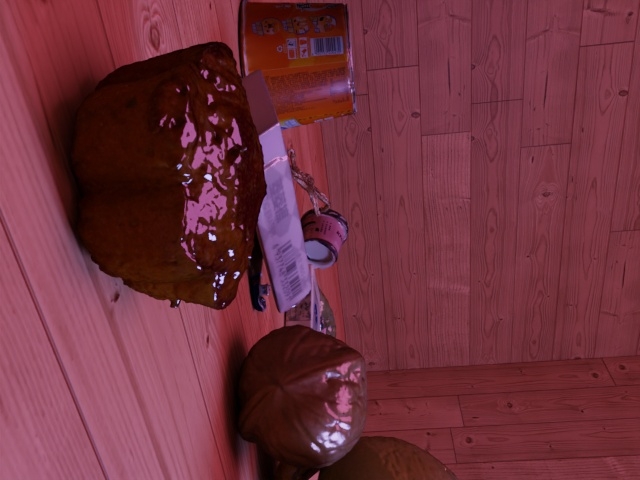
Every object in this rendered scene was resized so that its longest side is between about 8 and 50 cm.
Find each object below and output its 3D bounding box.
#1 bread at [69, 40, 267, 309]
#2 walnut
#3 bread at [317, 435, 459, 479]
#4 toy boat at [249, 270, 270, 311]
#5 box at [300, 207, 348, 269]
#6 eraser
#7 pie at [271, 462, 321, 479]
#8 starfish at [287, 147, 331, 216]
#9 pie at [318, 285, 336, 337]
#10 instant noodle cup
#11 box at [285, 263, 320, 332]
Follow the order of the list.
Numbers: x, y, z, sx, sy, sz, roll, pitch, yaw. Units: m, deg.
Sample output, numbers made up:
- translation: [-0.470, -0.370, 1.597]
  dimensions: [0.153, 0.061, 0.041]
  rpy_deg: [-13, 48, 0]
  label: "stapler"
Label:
- translation: [-0.120, -0.051, 0.572]
  dimensions: [0.247, 0.135, 0.232]
  rpy_deg: [-26, 111, -85]
  label: "bread"
- translation: [-0.028, 0.240, 0.997]
  dimensions: [0.228, 0.228, 0.228]
  rpy_deg: [-4, 90, -85]
  label: "walnut"
- translation: [0.110, 0.498, 1.121]
  dimensions: [0.320, 0.237, 0.320]
  rpy_deg: [-165, -90, -77]
  label: "bread"
- translation: [-0.108, 0.092, 1.165]
  dimensions: [0.038, 0.038, 0.083]
  rpy_deg: [-86, 171, -61]
  label: "toy boat"
- translation: [0.000, 0.000, 1.905]
  dimensions: [0.135, 0.151, 0.151]
  rpy_deg: [-75, 162, -47]
  label: "box"
- translation: [-0.088, -0.077, 1.147]
  dimensions: [0.397, 0.082, 0.213]
  rpy_deg: [81, -7, -46]
  label: "eraser"
- translation: [-0.016, 0.377, 1.198]
  dimensions: [0.273, 0.069, 0.273]
  rpy_deg: [-51, 155, -34]
  label: "pie"
- translation: [-0.037, -0.170, 1.836]
  dimensions: [0.209, 0.053, 0.150]
  rpy_deg: [63, 11, 0]
  label: "starfish"
- translation: [-0.003, 0.255, 1.914]
  dimensions: [0.201, 0.090, 0.248]
  rpy_deg: [-77, 159, -64]
  label: "pie"
- translation: [-0.038, -0.367, 1.354]
  dimensions: [0.296, 0.214, 0.296]
  rpy_deg: [-4, 90, -86]
  label: "instant noodle cup"
- translation: [-0.043, 0.209, 1.610]
  dimensions: [0.164, 0.069, 0.256]
  rpy_deg: [79, 9, -54]
  label: "box"
